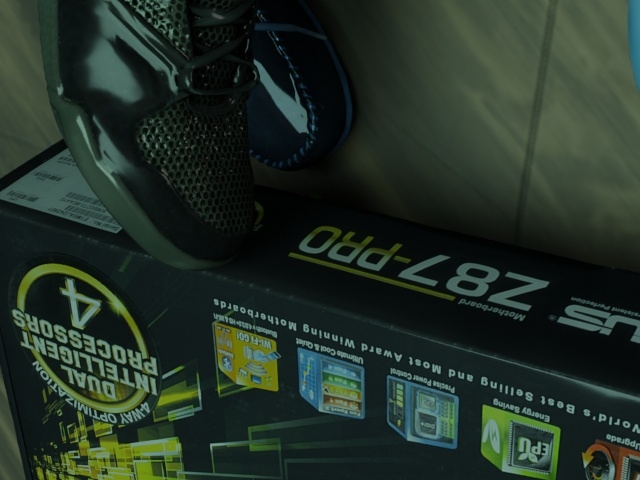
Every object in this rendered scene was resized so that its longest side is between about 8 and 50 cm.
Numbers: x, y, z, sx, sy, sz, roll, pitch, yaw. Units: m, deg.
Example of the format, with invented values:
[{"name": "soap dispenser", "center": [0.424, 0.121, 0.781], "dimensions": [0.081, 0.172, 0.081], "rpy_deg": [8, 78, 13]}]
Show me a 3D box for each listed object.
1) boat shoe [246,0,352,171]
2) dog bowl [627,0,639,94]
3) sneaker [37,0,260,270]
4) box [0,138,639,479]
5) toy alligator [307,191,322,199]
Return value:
[{"name": "boat shoe", "center": [-0.091, -0.136, 0.643], "dimensions": [0.258, 0.089, 0.109], "rpy_deg": [47, 119, 12]}, {"name": "dog bowl", "center": [0.212, -0.156, 0.419], "dimensions": [0.074, 0.166, 0.297], "rpy_deg": [-143, 55, -61]}, {"name": "sneaker", "center": [-0.050, -0.103, 0.479], "dimensions": [0.130, 0.087, 0.227], "rpy_deg": [-12, 88, 37]}, {"name": "box", "center": [0.012, 0.136, 0.607], "dimensions": [0.395, 0.097, 0.318], "rpy_deg": [15, 127, 26]}, {"name": "toy alligator", "center": [0.000, 0.000, 0.650], "dimensions": [0.190, 0.056, 0.051], "rpy_deg": [40, 78, 15]}]
